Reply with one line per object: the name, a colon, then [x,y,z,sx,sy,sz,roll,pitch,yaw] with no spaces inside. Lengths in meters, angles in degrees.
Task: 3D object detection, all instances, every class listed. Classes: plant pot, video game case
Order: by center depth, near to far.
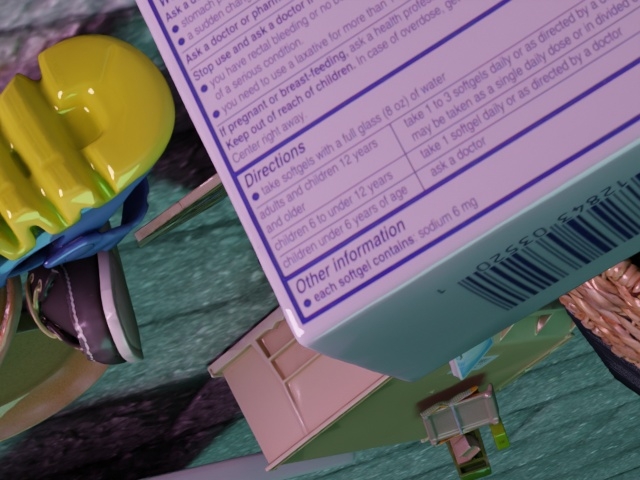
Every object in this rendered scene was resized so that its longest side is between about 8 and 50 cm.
plant pot: [-0.281,0.118,1.451,0.236,0.032,0.236,-24,160,-9]
video game case: [-0.179,0.260,1.794,0.329,0.036,0.300,-7,170,-42]

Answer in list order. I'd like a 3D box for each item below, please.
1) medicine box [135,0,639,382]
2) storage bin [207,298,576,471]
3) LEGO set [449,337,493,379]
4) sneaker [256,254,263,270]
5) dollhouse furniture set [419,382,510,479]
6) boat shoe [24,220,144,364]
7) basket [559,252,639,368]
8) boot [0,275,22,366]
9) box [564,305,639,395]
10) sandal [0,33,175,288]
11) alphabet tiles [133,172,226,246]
medicine box: [0.066,-0.120,0.914,0.263,0.289,0.149,-32,157,14]
storage bin: [0.082,0.098,1.724,0.262,0.123,0.260,-1,147,-49]
LEGO set: [0.161,-0.006,1.516,0.182,0.060,0.244,-47,143,-21]
sneaker: [0.000,0.000,1.508,0.098,0.038,0.069,-24,164,22]
dollhouse furniture set: [0.141,0.178,1.783,0.076,0.058,0.152,-20,141,2]
boat shoe: [-0.164,0.038,1.205,0.068,0.081,0.228,-15,-165,-6]
basket: [0.236,-0.082,1.200,0.213,0.299,0.223,-26,162,-19]
boot: [-0.356,0.077,1.184,0.283,0.109,0.220,-28,157,26]
box: [0.435,0.048,1.771,0.293,0.212,0.395,-53,159,-2]
sandal: [-0.221,0.001,1.104,0.317,0.126,0.138,-28,165,-1]
alphabet tiles: [-0.040,-0.058,1.225,0.198,0.009,0.237,-34,180,21]
